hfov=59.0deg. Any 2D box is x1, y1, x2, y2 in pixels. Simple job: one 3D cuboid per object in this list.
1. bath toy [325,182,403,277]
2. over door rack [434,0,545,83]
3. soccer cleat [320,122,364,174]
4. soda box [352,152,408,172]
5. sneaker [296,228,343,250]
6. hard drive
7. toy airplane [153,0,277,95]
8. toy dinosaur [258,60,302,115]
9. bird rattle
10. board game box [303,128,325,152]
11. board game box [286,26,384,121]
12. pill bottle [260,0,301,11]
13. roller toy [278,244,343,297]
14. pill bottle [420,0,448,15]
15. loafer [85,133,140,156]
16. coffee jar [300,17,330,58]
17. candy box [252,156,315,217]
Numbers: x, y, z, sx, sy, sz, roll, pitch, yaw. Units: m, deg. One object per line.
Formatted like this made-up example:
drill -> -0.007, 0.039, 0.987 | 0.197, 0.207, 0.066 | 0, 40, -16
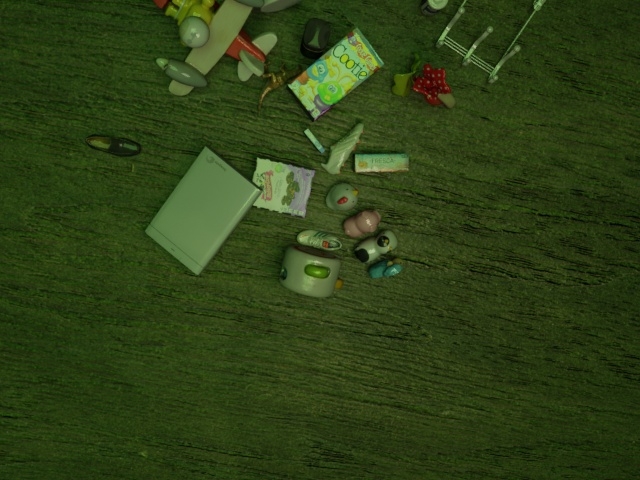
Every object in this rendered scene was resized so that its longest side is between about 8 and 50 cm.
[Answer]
bath toy -> 0.149, -0.039, 1.890 | 0.151, 0.129, 0.348 | -32, 99, 1
over door rack -> 0.553, -0.711, 1.825 | 0.239, 0.108, 0.324 | 30, 95, -9
soccer cleat -> 0.075, -0.310, 1.873 | 0.076, 0.068, 0.196 | 31, 98, -6
soda box -> 0.200, -0.261, 1.893 | 0.183, 0.058, 0.063 | -1, 99, -5
sneaker -> 0.000, 0.000, 1.909 | 0.161, 0.075, 0.057 | 10, 98, -6
hard drive -> -0.381, -0.095, 1.841 | 0.233, 0.047, 0.353 | 39, 100, 4
toy airplane -> -0.322, -0.618, 1.679 | 0.384, 0.272, 0.386 | 2, 122, 12
toy dinosaur -> -0.153, -0.512, 1.822 | 0.211, 0.064, 0.112 | -38, 101, 2
bird rattle -> 0.354, -0.491, 1.786 | 0.206, 0.253, 0.143 | 28, 97, -32
board game box -> -0.021, -0.325, 1.848 | 0.020, 0.090, 0.090 | -39, 100, 3
board game box -> 0.043, -0.519, 1.795 | 0.275, 0.144, 0.142 | -39, 101, 3
pill bottle -> -0.162, -0.879, 1.699 | 0.187, 0.188, 0.334 | -17, 101, -2
roller toy -> -0.036, 0.107, 1.868 | 0.191, 0.209, 0.146 | 19, 98, 28
pill bottle -> 0.357, -0.754, 1.794 | 0.067, 0.120, 0.067 | -1, 99, -5
loafer -> -0.667, -0.303, 1.814 | 0.169, 0.061, 0.062 | 6, 98, -6
coffee jar -> -0.017, -0.624, 1.752 | 0.079, 0.184, 0.096 | 14, 98, -7
candy box -> -0.131, -0.176, 1.873 | 0.196, 0.070, 0.165 | 12, 98, -6
